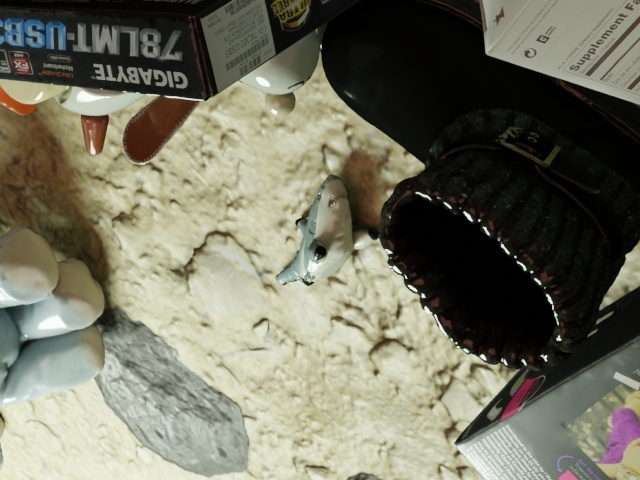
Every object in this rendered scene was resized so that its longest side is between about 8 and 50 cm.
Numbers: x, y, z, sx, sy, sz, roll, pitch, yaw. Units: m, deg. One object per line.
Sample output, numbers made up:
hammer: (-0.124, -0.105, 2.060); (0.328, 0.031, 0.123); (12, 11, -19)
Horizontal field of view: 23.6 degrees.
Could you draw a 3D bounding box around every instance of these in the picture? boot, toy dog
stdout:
boot: (0.096, -0.065, 1.179); (0.348, 0.260, 0.131); (29, 132, 19)
toy dog: (-0.148, -0.137, 1.369); (0.334, 0.220, 0.161); (30, 136, 54)

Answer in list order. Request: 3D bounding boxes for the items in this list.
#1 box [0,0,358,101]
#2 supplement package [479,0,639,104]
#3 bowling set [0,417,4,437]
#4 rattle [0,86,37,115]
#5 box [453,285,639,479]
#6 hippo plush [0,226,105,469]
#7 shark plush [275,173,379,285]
box: (-0.121, -0.207, 1.231); (0.296, 0.293, 0.073); (8, 120, 33)
supplement package: (0.198, -0.254, 0.957); (0.145, 0.261, 0.204); (14, 140, -23)
bowling set: (-0.557, 0.186, 1.922); (0.287, 0.154, 0.199); (7, 122, 34)
rattle: (-0.396, -0.197, 1.565); (0.130, 0.143, 0.199); (-35, 88, 27)
box: (0.268, 0.129, 1.243); (0.143, 0.165, 0.270); (50, 135, -1)
hippo plush: (-0.385, 0.084, 1.729); (0.236, 0.234, 0.294); (44, 128, 51)
shark plush: (0.000, 0.000, 1.467); (0.067, 0.073, 0.161); (62, 159, 15)
